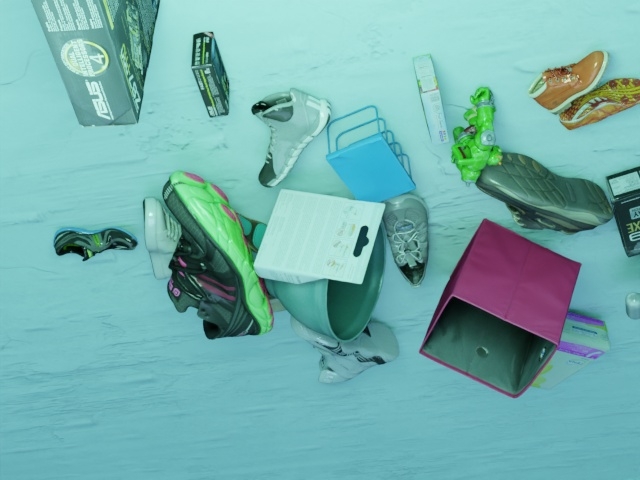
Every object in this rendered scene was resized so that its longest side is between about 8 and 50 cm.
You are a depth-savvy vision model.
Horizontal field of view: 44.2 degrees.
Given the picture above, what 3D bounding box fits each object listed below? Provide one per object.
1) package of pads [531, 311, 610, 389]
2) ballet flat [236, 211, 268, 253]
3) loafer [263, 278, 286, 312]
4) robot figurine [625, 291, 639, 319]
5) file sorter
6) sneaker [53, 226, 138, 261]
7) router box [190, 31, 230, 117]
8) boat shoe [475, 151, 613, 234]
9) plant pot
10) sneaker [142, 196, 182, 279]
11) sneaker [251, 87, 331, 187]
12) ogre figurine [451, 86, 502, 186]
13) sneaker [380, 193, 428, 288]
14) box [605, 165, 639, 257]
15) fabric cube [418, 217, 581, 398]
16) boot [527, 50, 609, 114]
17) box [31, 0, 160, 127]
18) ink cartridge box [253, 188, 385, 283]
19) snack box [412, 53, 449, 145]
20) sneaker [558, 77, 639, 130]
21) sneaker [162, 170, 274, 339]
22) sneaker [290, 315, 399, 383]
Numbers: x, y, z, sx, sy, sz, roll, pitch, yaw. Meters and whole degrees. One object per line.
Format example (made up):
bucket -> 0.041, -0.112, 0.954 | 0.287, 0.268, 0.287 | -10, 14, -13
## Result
package of pads -> 0.645, 0.309, 2.238 | 0.229, 0.101, 0.296 | 15, 139, -21
ballet flat -> -0.168, -0.017, 1.791 | 0.206, 0.073, 0.067 | 34, 156, -35
loafer -> -0.160, 0.145, 1.959 | 0.269, 0.101, 0.092 | -1, 137, -4
robot figurine -> 0.896, 0.127, 1.918 | 0.300, 0.199, 0.353 | -14, 151, 19
file sorter -> 0.098, -0.169, 1.568 | 0.118, 0.104, 0.170 | -20, 140, 20
sneaker -> -0.507, 0.013, 1.779 | 0.188, 0.078, 0.067 | 0, 143, -5
router box -> -0.193, -0.293, 1.394 | 0.038, 0.092, 0.122 | -8, 143, 6
boat shoe -> 0.464, -0.079, 1.693 | 0.356, 0.132, 0.130 | 17, 138, -23
plant pot -> -0.002, 0.062, 1.754 | 0.196, 0.293, 0.293 | 11, 150, 28
sneaker -> -0.327, -0.011, 1.756 | 0.123, 0.105, 0.290 | -6, 153, -6
sneaker -> -0.091, -0.210, 1.530 | 0.132, 0.086, 0.228 | 25, 124, -25
ogre figurine -> 0.300, -0.190, 1.545 | 0.097, 0.118, 0.197 | 16, 139, -23
sneaker -> 0.206, 0.001, 1.788 | 0.105, 0.115, 0.281 | -13, 142, 12
box -> 0.808, -0.093, 1.744 | 0.308, 0.076, 0.242 | -18, 141, 17
fabric cube -> 0.415, 0.159, 1.826 | 0.259, 0.258, 0.254 | 26, 140, 7
boot -> 0.459, -0.303, 1.464 | 0.085, 0.059, 0.158 | 23, 137, -23
box -> -0.310, -0.401, 1.061 | 0.097, 0.318, 0.394 | -4, 143, 0
ink cartridge box -> 0.000, 0.000, 1.593 | 0.233, 0.189, 0.066 | 11, 155, 16
snack box -> 0.205, -0.259, 1.461 | 0.037, 0.100, 0.141 | -12, 141, 10
sneaker -> 0.551, -0.266, 1.528 | 0.175, 0.064, 0.067 | -16, 161, 23
sneaker -> -0.239, 0.064, 1.665 | 0.202, 0.185, 0.482 | -19, 133, -3
sneaker -> 0.025, 0.288, 2.120 | 0.366, 0.137, 0.210 | 21, 135, -38
